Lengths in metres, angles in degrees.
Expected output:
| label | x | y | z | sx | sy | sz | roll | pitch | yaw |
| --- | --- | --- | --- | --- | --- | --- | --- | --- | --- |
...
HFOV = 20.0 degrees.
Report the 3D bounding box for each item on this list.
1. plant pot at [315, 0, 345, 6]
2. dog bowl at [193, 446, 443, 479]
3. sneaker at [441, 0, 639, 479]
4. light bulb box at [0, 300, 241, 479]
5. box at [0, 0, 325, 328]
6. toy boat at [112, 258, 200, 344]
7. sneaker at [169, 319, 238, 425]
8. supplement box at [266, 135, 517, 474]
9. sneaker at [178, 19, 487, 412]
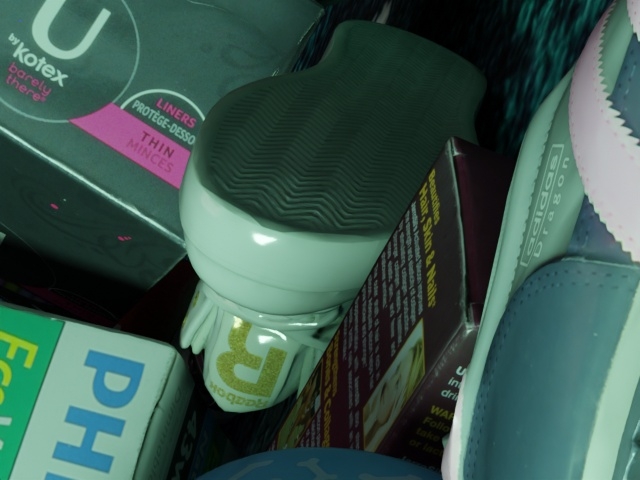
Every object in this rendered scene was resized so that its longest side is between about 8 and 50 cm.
| label | x | y | z | sx | sy | sz | roll | pitch | yaw |
| --- | --- | --- | --- | --- | --- | --- | --- | --- | --- |
| plant pot | -0.019 | -0.252 | 0.925 | 0.235 | 0.293 | 0.293 | 110 | 175 | -64 |
| dog bowl | -0.024 | 0.181 | 0.555 | 0.297 | 0.166 | 0.074 | -60 | 4 | 34 |
| sneaker | 0.106 | -0.058 | 0.454 | 0.131 | 0.112 | 0.319 | 17 | 85 | 64 |
| light bulb box | -0.267 | 0.203 | 0.895 | 0.225 | 0.361 | 0.358 | 75 | -151 | -68 |
| box | -0.130 | -0.063 | 0.932 | 0.143 | 0.165 | 0.270 | -61 | 7 | -20 |
| toy boat | -0.148 | 0.083 | 1.160 | 0.231 | 0.151 | 0.151 | 144 | 144 | -66 |
| sneaker | -0.028 | 0.017 | 1.013 | 0.077 | 0.072 | 0.178 | -19 | 56 | 55 |
| supplement box | 0.039 | 0.076 | 0.610 | 0.104 | 0.081 | 0.188 | -89 | 24 | -55 |
| sneaker | -0.006 | 0.016 | 0.767 | 0.169 | 0.108 | 0.292 | -67 | -7 | 20 |
